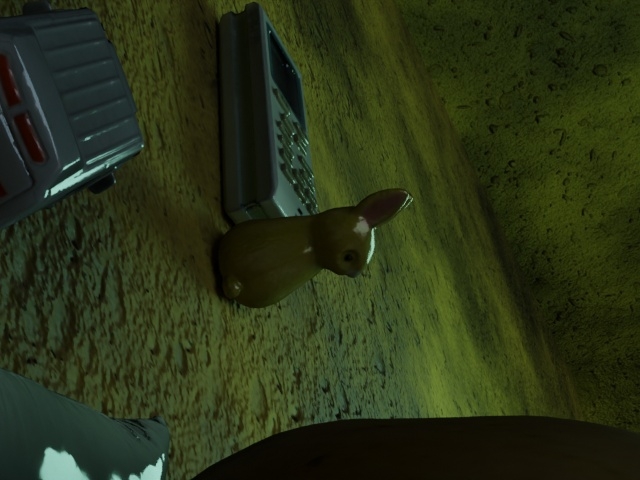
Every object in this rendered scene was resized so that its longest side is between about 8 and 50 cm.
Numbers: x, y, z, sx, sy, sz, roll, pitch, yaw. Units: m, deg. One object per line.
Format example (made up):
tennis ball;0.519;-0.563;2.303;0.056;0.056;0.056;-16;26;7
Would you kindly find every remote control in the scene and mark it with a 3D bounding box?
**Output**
remote control;-0.047;-0.099;1.114;0.103;0.056;0.277;57;20;-43

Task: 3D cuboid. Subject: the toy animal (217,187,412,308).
toy animal;0.000;0.002;0.944;0.083;0.159;0.070;-76;145;-75

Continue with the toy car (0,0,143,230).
toy car;-0.126;-0.051;0.486;0.209;0.108;0.089;-52;122;-74

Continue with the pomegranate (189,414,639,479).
pomegranate;0.041;0.249;0.392;0.411;0.412;0.411;-20;90;-76

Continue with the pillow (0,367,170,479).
pillow;-0.137;0.117;0.451;0.254;0.078;0.144;42;53;-64
